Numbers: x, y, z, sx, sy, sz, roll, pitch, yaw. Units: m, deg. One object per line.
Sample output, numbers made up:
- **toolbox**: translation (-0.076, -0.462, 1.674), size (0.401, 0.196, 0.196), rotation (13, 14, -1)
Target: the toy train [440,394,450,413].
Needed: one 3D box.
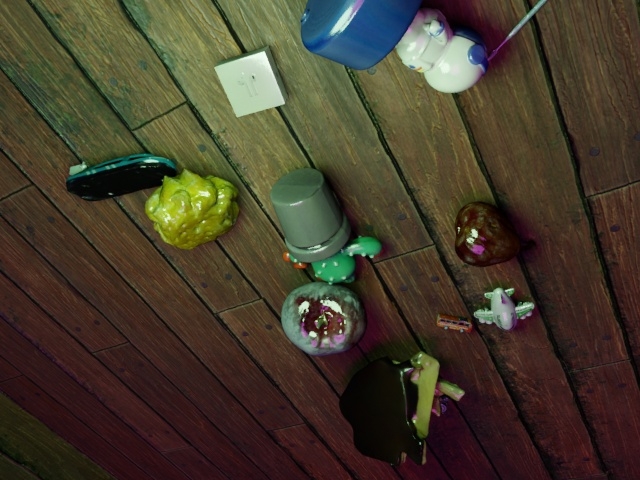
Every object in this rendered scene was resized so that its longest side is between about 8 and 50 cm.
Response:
- **toy train**: translation (0.362, 0.576, 1.898), size (0.132, 0.083, 0.200), rotation (42, 122, -18)

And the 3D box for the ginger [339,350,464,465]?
- **ginger**: translation (0.277, 0.568, 1.777), size (0.211, 0.358, 0.413), rotation (3, 149, -39)

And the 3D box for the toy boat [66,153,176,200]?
- **toy boat**: translation (-0.541, -0.192, 1.444), size (0.299, 0.092, 0.134), rotation (-12, 159, 9)

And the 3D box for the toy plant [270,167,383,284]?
- **toy plant**: translation (0.013, -0.005, 1.445), size (0.279, 0.185, 0.400), rotation (-23, 131, 2)

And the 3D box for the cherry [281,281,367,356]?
- **cherry**: translation (0.012, 0.233, 1.574), size (0.255, 0.218, 0.296), rotation (-1, 171, 3)

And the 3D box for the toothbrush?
- **toothbrush**: translation (0.419, -0.451, 1.128), size (0.011, 0.014, 0.167), rotation (38, 125, -9)

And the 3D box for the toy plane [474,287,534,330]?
- **toy plane**: translation (0.549, 0.208, 1.580), size (0.174, 0.080, 0.174), rotation (4, 130, 5)

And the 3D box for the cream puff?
- **cream puff**: translation (-0.341, -0.086, 1.415), size (0.196, 0.244, 0.244), rotation (33, 131, 19)

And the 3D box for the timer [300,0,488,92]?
- **timer**: translation (0.182, -0.427, 1.071), size (0.383, 0.270, 0.270), rotation (22, 130, -27)

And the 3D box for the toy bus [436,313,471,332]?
- **toy bus**: translation (0.425, 0.261, 1.673), size (0.110, 0.031, 0.043), rotation (10, 122, 2)

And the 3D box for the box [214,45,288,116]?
- **box**: translation (-0.162, -0.378, 1.258), size (0.130, 0.051, 0.129), rotation (-11, 125, 17)

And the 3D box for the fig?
- **fig**: translation (0.469, -0.002, 1.401), size (0.274, 0.170, 0.145), rotation (14, 150, -26)
